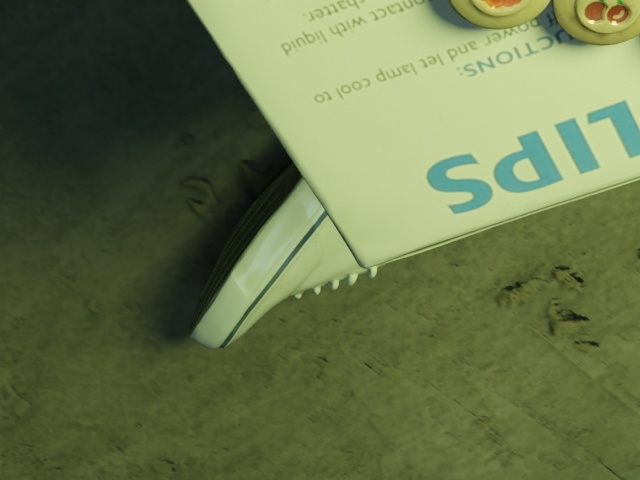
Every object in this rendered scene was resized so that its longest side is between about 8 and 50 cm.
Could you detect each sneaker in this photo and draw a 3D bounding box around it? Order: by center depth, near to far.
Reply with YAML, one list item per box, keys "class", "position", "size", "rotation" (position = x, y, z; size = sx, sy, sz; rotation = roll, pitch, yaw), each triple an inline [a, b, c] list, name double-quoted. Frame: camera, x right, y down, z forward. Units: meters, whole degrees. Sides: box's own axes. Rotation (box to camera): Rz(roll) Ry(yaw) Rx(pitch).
- class: "sneaker"
  position: [0.000, 0.000, 0.977]
  size: [0.091, 0.094, 0.258]
  rotation: [32, 127, -14]

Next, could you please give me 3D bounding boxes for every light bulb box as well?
- class: "light bulb box"
  position: [0.045, -0.253, 0.576]
  size: [0.225, 0.358, 0.361]
  rotation: [-18, 127, 23]

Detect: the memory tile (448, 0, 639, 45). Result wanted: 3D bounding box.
- class: "memory tile"
  position: [0.119, -0.106, 0.453]
  size: [0.148, 0.012, 0.113]
  rotation: [8, 129, -4]
